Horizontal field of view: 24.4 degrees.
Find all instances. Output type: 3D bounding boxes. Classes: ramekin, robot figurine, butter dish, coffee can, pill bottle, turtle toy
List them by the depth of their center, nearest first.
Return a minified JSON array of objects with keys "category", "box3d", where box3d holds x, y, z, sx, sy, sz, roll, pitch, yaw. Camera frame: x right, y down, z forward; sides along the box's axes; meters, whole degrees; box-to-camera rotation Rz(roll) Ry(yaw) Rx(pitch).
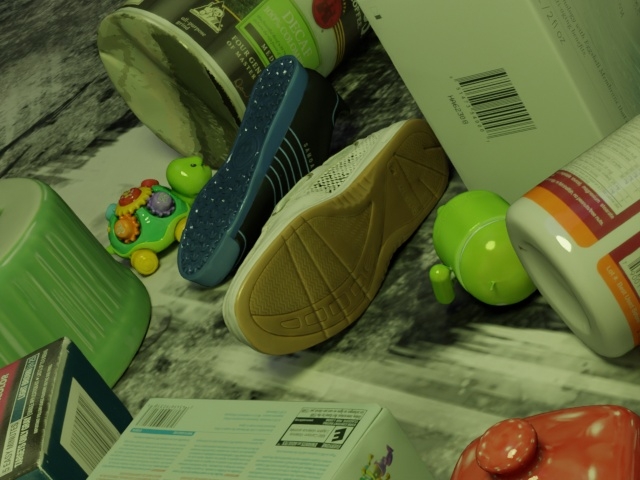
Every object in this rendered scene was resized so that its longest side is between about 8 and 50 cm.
[{"category":"butter dish","box3d":[0.121,0.144,0.785,0.160,0.118,0.160,-18,29,28]},{"category":"pill bottle","box3d":[0.239,-0.033,0.950,0.221,0.121,0.121,-35,26,-5]},{"category":"robot figurine","box3d":[0.123,0.005,1.075,0.101,0.067,0.115,-26,26,-5]},{"category":"ramekin","box3d":[-0.320,0.078,1.349,0.303,0.148,0.303,-26,27,14]},{"category":"turtle toy","box3d":[-0.158,-0.029,1.444,0.130,0.066,0.095,-36,26,-6]},{"category":"coffee can","box3d":[-0.067,-0.236,1.544,0.275,0.201,0.201,-47,30,-25]}]

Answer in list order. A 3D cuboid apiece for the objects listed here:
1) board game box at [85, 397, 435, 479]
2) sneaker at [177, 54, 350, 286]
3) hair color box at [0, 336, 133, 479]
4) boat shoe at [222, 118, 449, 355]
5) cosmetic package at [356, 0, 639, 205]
[{"category":"board game box","box3d":[-0.093,0.234,0.895,0.224,0.097,0.303,-5,36,45]},{"category":"sneaker","box3d":[-0.045,-0.052,1.358,0.081,0.090,0.232,11,71,53]},{"category":"hair color box","box3d":[-0.321,0.226,1.149,0.347,0.105,0.174,-28,26,12]},{"category":"boat shoe","box3d":[0.000,0.000,1.196,0.096,0.098,0.277,-6,28,43]},{"category":"cosmetic package","box3d":[0.175,-0.173,1.142,0.138,0.224,0.224,-10,35,39]}]
